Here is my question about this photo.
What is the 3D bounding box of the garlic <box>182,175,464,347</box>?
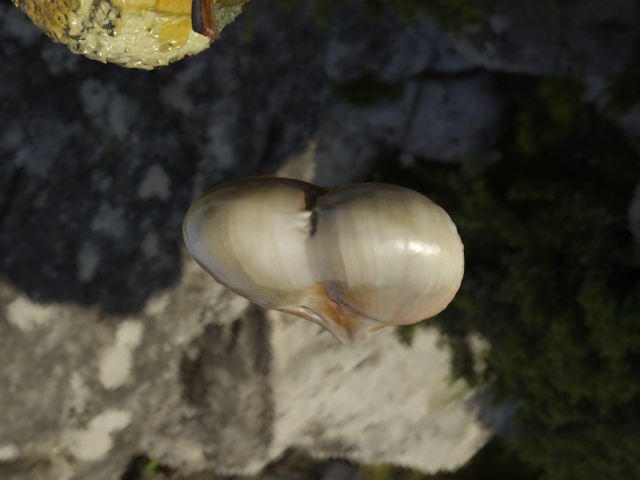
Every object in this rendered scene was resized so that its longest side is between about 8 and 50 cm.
[{"bbox_3d":[0.000,0.006,1.076,0.174,0.099,0.124,4,164,-3],"label":"garlic"}]

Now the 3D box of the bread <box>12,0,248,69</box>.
[{"bbox_3d":[-0.180,-0.252,1.645,0.174,0.245,0.121,47,124,18],"label":"bread"}]

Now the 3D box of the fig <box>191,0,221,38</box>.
[{"bbox_3d":[-0.022,-0.213,1.055,0.134,0.201,0.146,44,-178,18],"label":"fig"}]
